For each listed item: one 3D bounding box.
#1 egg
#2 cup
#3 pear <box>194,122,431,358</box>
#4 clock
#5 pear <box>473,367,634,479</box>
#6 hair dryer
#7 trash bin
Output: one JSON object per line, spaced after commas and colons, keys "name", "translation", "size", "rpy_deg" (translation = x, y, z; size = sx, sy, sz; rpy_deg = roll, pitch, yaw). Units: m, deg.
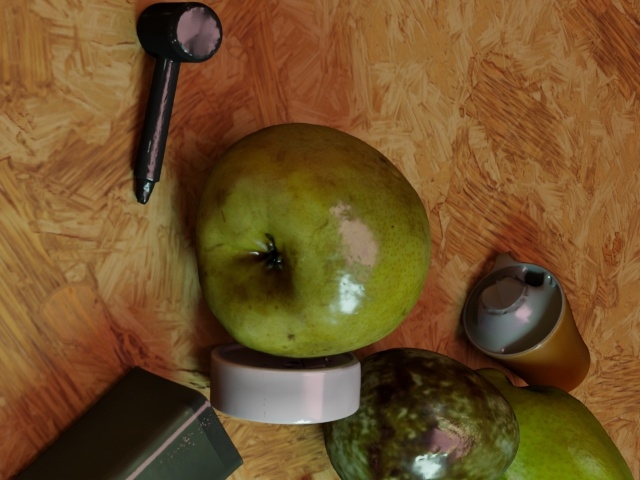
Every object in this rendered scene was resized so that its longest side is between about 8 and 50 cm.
{"name": "egg", "translation": [0.148, 0.278, 1.318], "size": [0.290, 0.238, 0.238], "rpy_deg": [6, 90, 1]}
{"name": "cup", "translation": [0.378, 0.150, 1.618], "size": [0.264, 0.182, 0.226], "rpy_deg": [45, 33, -44]}
{"name": "pear", "translation": [0.000, 0.000, 1.141], "size": [0.304, 0.304, 0.303], "rpy_deg": [-6, 98, -43]}
{"name": "clock", "translation": [-0.046, 0.180, 1.175], "size": [0.197, 0.197, 0.068], "rpy_deg": [-2, 97, -43]}
{"name": "pear", "translation": [0.303, 0.360, 1.469], "size": [0.239, 0.343, 0.317], "rpy_deg": [14, 57, -48]}
{"name": "hair dryer", "translation": [-0.188, -0.163, 1.077], "size": [0.071, 0.114, 0.247], "rpy_deg": [11, 94, -35]}
{"name": "trash bin", "translation": [-0.235, 0.278, 1.030], "size": [0.240, 0.164, 0.122], "rpy_deg": [-42, 121, -32]}
